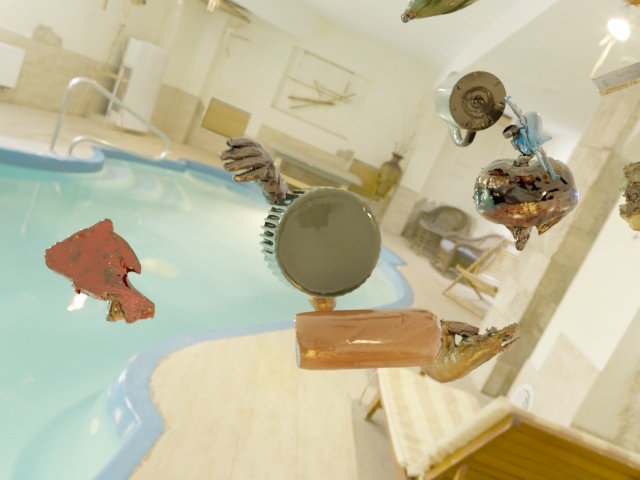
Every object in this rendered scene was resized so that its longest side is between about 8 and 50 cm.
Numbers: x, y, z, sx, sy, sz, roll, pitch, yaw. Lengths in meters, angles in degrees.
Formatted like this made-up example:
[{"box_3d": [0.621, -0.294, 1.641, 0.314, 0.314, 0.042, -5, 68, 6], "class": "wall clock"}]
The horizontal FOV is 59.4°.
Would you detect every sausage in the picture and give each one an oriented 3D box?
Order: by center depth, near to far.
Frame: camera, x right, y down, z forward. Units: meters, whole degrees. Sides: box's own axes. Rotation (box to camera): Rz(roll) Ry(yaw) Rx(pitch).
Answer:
[{"box_3d": [0.096, 0.199, 1.134, 0.305, 0.121, 0.121, 0, 16, -9], "class": "sausage"}]

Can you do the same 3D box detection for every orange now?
[{"box_3d": [0.006, 0.170, 1.601, 0.085, 0.085, 0.085, 23, 12, -5], "class": "orange"}]

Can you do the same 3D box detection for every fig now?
[{"box_3d": [0.266, -0.581, 1.223, 0.195, 0.245, 0.195, 33, 33, -25], "class": "fig"}]

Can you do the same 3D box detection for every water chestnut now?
[{"box_3d": [0.607, -0.112, 1.673, 0.300, 0.300, 0.300, 23, 12, -5], "class": "water chestnut"}]

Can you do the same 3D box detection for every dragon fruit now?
[{"box_3d": [-0.345, 0.064, 0.933, 0.192, 0.122, 0.092, 40, -28, 6], "class": "dragon fruit"}]

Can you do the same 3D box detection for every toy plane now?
[{"box_3d": [0.537, -0.276, 1.454, 0.254, 0.105, 0.271, 51, 22, -16], "class": "toy plane"}]

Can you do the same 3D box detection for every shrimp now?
[{"box_3d": [0.354, 0.249, 1.391, 0.063, 0.287, 0.152, -2, 58, -54], "class": "shrimp"}]

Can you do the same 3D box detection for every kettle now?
[{"box_3d": [0.420, -0.381, 1.640, 0.161, 0.221, 0.236, -7, 17, -4], "class": "kettle"}]

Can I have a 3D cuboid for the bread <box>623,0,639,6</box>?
[{"box_3d": [0.808, -0.729, 1.254, 0.361, 0.394, 0.250, -28, 60, -36], "class": "bread"}]

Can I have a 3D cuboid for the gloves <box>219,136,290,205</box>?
[{"box_3d": [-0.176, -0.196, 1.540, 0.142, 0.119, 0.285, 45, 6, 34], "class": "gloves"}]

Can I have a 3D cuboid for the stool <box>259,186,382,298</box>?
[{"box_3d": [0.000, 0.000, 1.400, 0.297, 0.297, 0.330, 22, -2, -8], "class": "stool"}]

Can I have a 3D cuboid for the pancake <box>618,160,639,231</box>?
[{"box_3d": [0.795, -0.119, 1.283, 0.244, 0.266, 0.057, -107, 171, -54], "class": "pancake"}]

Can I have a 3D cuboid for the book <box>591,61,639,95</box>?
[{"box_3d": [0.630, -0.331, 1.092, 0.182, 0.014, 0.127, -16, 21, 25], "class": "book"}]
